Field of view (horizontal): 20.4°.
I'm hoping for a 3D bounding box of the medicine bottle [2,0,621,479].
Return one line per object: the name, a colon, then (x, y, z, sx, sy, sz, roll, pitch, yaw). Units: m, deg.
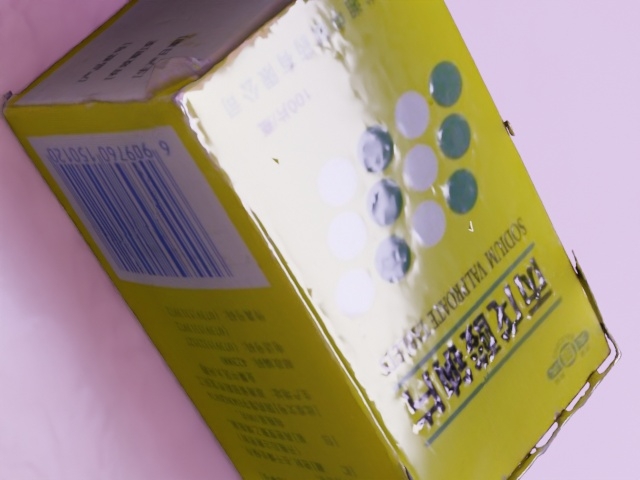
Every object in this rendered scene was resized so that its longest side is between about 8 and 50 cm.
medicine bottle: (0.000, 0.000, 0.775, 0.137, 0.141, 0.250, -46, 119, -31)
